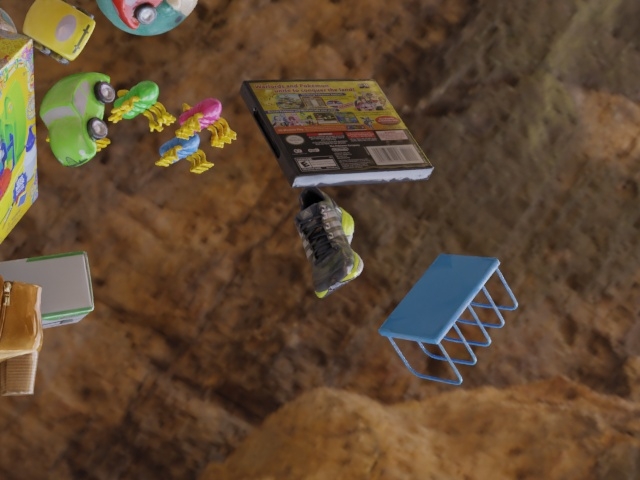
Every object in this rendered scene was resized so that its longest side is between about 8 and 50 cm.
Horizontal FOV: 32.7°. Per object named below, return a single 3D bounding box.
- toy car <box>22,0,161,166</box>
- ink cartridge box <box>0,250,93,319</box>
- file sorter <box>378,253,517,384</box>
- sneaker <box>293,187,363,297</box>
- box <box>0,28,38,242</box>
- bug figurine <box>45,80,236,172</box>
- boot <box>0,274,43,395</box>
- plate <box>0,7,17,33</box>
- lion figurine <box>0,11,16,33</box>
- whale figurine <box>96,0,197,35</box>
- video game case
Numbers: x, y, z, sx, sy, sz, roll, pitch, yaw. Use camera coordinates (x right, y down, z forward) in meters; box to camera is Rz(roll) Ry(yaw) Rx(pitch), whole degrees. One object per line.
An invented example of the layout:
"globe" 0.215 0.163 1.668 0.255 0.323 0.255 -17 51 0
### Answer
"toy car" -0.236 -0.183 1.083 0.239 0.053 0.225 -14 -120 37
"ink cartridge box" -0.569 0.110 2.137 0.289 0.211 0.122 153 -73 -71
"file sorter" 0.196 0.116 1.624 0.118 0.104 0.170 4 -135 50
"sneaker" 0.000 0.000 2.079 0.111 0.121 0.300 -34 -152 12
"box" -0.518 -0.103 1.429 0.290 0.177 0.279 -67 170 -48
"bug figurine" -0.260 -0.175 1.642 0.216 0.279 0.072 -20 -113 43
"boot" -0.615 0.155 1.838 0.104 0.295 0.211 -22 -113 55
"plate" -0.687 -0.390 2.236 0.188 0.188 0.024 -53 161 16
"lion figurine" -0.608 -0.359 1.547 0.240 0.392 0.142 -69 -159 8
"whale figurine" -0.308 -0.410 1.699 0.141 0.216 0.272 -47 165 9
"video game case" 0.027 -0.192 1.900 0.248 0.274 0.035 61 -37 35
